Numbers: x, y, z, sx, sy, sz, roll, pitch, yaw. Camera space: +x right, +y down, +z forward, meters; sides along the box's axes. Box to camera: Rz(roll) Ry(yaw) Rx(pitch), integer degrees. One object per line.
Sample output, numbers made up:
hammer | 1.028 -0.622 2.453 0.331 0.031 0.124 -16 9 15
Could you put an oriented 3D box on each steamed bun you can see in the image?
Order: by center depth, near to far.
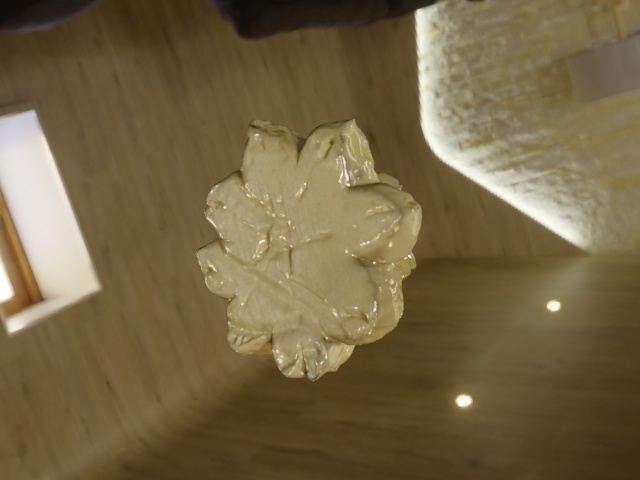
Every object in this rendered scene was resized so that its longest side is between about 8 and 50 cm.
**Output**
steamed bun | 0.000 0.000 0.969 0.292 0.296 0.137 -28 165 35
